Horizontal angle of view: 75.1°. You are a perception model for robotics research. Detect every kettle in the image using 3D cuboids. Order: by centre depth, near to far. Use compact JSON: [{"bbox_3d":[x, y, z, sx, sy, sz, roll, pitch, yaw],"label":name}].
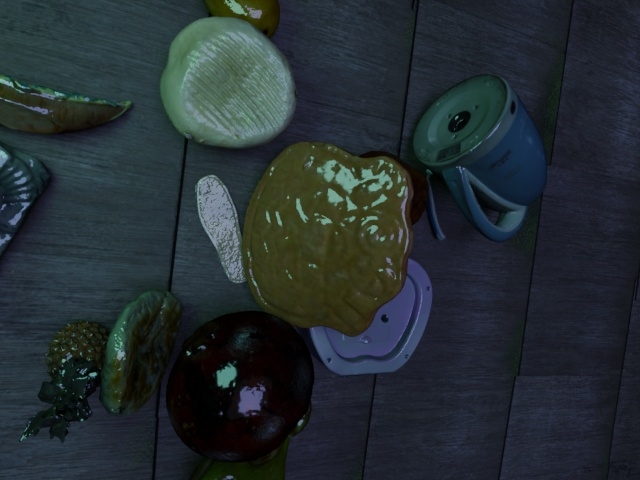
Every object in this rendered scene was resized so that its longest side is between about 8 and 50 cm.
[{"bbox_3d":[0.415,-0.167,1.018,0.342,0.247,0.319,33,69,-32],"label":"kettle"}]

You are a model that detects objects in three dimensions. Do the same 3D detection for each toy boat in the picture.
[{"bbox_3d":[-0.497,-0.241,0.739,0.293,0.108,0.099,4,61,-27],"label":"toy boat"}]

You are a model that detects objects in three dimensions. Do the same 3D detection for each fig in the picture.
[{"bbox_3d":[-0.147,0.513,0.909,0.275,0.206,0.206,-38,108,-38],"label":"fig"}]

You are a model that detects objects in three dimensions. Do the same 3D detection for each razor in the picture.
[{"bbox_3d":[0.297,-0.093,1.088,0.068,0.037,0.191,-25,108,-54],"label":"razor"}]

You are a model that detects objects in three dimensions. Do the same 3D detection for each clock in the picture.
[{"bbox_3d":[0.105,0.155,1.000,0.339,0.102,0.338,-2,95,-21],"label":"clock"}]

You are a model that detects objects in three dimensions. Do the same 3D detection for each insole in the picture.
[{"bbox_3d":[-0.210,-0.021,0.912,0.081,0.011,0.247,-23,103,-19],"label":"insole"}]

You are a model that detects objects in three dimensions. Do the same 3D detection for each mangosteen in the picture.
[{"bbox_3d":[-0.147,0.288,0.821,0.312,0.311,0.310,-2,95,-21],"label":"mangosteen"}]

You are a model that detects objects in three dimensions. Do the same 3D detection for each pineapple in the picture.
[{"bbox_3d":[-0.426,0.235,0.721,0.125,0.251,0.125,-6,110,-18],"label":"pineapple"}]

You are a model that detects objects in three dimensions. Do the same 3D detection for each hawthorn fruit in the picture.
[{"bbox_3d":[0.133,-0.094,0.912,0.208,0.248,0.207,-3,99,-21],"label":"hawthorn fruit"}]

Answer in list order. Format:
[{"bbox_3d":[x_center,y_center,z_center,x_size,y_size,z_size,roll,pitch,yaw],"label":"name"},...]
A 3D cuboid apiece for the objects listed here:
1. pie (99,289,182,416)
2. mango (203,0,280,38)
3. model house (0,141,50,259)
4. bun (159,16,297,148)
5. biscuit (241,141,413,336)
[{"bbox_3d":[-0.330,0.205,0.778,0.054,0.240,0.240,11,91,5],"label":"pie"},{"bbox_3d":[-0.173,-0.507,0.842,0.136,0.099,0.227,-36,98,-10],"label":"mango"},{"bbox_3d":[-0.583,-0.050,0.598,0.194,0.325,0.267,29,84,-19],"label":"model house"},{"bbox_3d":[-0.185,-0.304,0.823,0.260,0.160,0.259,-8,113,-18],"label":"bun"},{"bbox_3d":[-0.001,0.000,0.840,0.062,0.366,0.384,-12,115,-64],"label":"biscuit"}]
